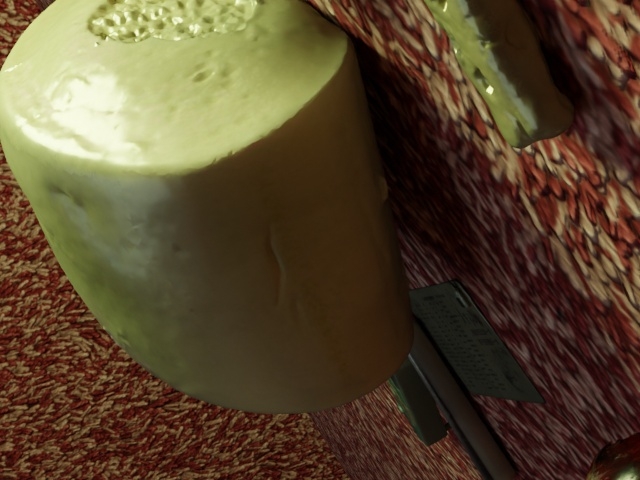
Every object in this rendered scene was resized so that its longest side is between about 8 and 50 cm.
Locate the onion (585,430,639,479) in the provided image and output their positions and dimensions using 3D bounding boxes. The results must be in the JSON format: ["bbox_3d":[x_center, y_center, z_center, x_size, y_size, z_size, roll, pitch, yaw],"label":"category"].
[{"bbox_3d":[0.254,0.208,0.790,0.131,0.131,0.131,52,169,14],"label":"onion"}]

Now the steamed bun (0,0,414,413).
[{"bbox_3d":[-0.130,-0.047,1.028,0.456,0.290,0.371,38,150,49],"label":"steamed bun"}]

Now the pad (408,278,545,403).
[{"bbox_3d":[0.162,0.118,1.200,0.159,0.009,0.265,54,170,0],"label":"pad"}]

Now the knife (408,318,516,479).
[{"bbox_3d":[0.171,0.211,1.367,0.265,0.041,0.073,57,180,-14],"label":"knife"}]

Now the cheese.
[{"bbox_3d":[0.087,-0.142,0.622,0.194,0.043,0.065,58,164,-8],"label":"cheese"}]

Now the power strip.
[{"bbox_3d":[0.116,0.182,1.500,0.145,0.061,0.215,54,171,42],"label":"power strip"}]
